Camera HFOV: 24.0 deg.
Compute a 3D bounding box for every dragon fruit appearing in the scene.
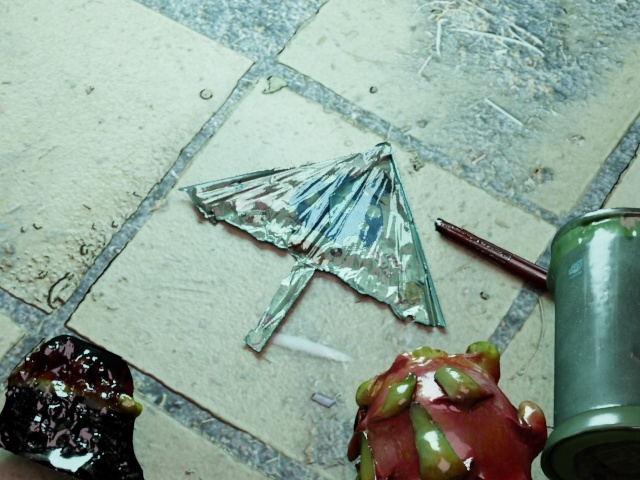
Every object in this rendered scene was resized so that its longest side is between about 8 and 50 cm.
[{"bbox_3d":[0.153,0.276,1.714,0.228,0.243,0.307,-12,102,0],"label":"dragon fruit"}]

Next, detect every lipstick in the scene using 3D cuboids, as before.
[{"bbox_3d":[0.227,0.016,1.981,0.176,0.027,0.027,28,62,15],"label":"lipstick"}]

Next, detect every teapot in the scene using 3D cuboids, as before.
[{"bbox_3d":[0.389,0.115,1.805,0.270,0.200,0.337,-23,47,37],"label":"teapot"}]

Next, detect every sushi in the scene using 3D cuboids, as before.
[{"bbox_3d":[-0.293,0.196,1.782,0.172,0.153,0.150,14,78,29],"label":"sushi"}]

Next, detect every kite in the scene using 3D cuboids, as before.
[{"bbox_3d":[0.000,0.000,1.991,0.406,0.014,0.368,27,62,13],"label":"kite"}]
